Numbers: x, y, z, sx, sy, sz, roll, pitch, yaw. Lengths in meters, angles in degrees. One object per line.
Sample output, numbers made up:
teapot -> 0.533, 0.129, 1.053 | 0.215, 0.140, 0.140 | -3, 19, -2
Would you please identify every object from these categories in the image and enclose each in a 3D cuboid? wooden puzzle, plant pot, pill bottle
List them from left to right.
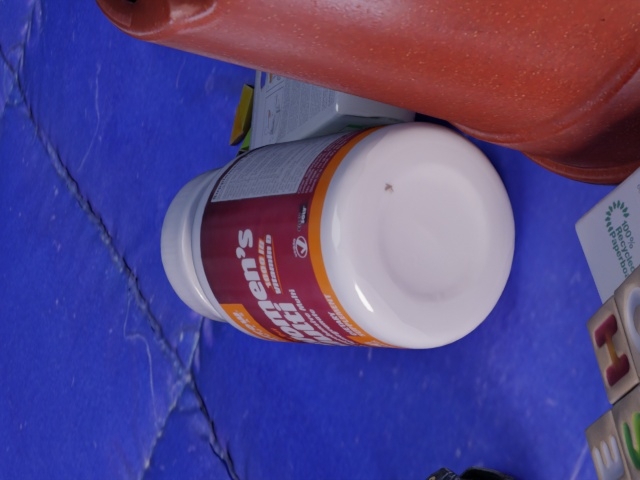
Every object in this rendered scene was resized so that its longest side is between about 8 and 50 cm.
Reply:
wooden puzzle -> -0.041, -0.055, 1.045 | 0.116, 0.014, 0.078 | 50, 127, 48
pill bottle -> 0.000, 0.000, 0.870 | 0.221, 0.121, 0.121 | -4, 82, 58
plant pot -> 0.046, -0.173, 0.686 | 0.272, 0.265, 0.272 | -14, 73, 56

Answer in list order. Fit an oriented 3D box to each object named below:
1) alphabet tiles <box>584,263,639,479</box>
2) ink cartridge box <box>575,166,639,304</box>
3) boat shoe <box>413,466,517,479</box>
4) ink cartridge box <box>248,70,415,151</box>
alphabet tiles -> 0.153, 0.123, 0.575 | 0.198, 0.009, 0.237 | 109, 150, -67
ink cartridge box -> 0.236, -0.022, 0.552 | 0.332, 0.065, 0.165 | -47, 48, 47
boat shoe -> 0.058, 0.155, 0.817 | 0.183, 0.065, 0.083 | 17, 99, 51
ink cartridge box -> 0.009, -0.143, 0.952 | 0.225, 0.056, 0.181 | 157, 119, -74
